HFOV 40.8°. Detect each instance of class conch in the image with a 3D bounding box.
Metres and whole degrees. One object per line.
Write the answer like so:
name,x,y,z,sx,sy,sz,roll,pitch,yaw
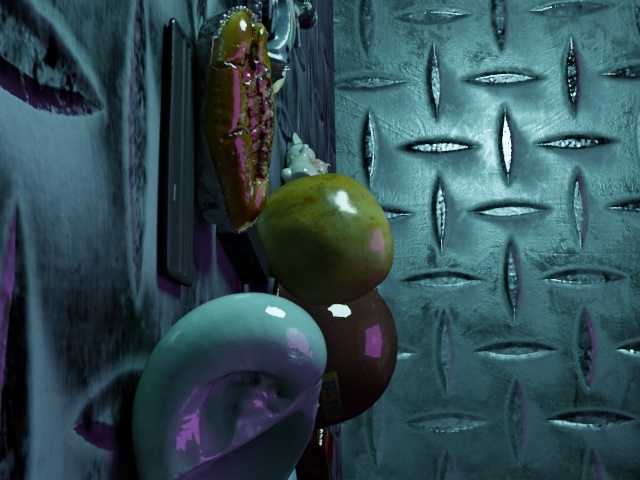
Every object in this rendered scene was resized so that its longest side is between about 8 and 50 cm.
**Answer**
conch,-0.082,0.152,0.778,0.221,0.185,0.121,-53,-160,-9

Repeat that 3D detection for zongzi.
zongzi,-0.027,0.480,1.746,0.184,0.084,0.187,63,18,-55

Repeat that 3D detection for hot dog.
hot dog,-0.103,-0.141,1.023,0.144,0.075,0.268,-34,126,-71

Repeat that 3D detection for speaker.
speaker,-0.106,0.007,1.205,0.191,0.040,0.046,75,12,-66

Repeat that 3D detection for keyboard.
keyboard,-0.143,-0.039,0.903,0.103,0.041,0.381,60,23,-77

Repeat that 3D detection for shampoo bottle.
shampoo bottle,-0.008,0.563,1.944,0.102,0.064,0.260,88,5,-50
shampoo bottle,-0.041,-0.507,1.902,0.207,0.064,0.057,-55,131,-80

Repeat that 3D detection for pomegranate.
pomegranate,0.006,-0.005,1.398,0.233,0.233,0.233,-2,90,-84

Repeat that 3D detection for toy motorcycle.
toy motorcycle,-0.082,-0.311,1.268,0.307,0.108,0.173,-75,171,-75

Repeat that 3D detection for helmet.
helmet,0.037,0.217,1.687,0.337,0.230,0.385,-85,170,-55

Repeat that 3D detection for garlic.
garlic,-0.083,-0.291,1.542,0.083,0.041,0.053,-101,-168,-77

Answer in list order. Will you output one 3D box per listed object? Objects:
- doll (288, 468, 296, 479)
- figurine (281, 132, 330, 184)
doll,-0.094,0.330,1.135,0.120,0.075,0.180,59,28,2
figurine,-0.034,-0.151,1.786,0.098,0.081,0.146,43,28,-25
